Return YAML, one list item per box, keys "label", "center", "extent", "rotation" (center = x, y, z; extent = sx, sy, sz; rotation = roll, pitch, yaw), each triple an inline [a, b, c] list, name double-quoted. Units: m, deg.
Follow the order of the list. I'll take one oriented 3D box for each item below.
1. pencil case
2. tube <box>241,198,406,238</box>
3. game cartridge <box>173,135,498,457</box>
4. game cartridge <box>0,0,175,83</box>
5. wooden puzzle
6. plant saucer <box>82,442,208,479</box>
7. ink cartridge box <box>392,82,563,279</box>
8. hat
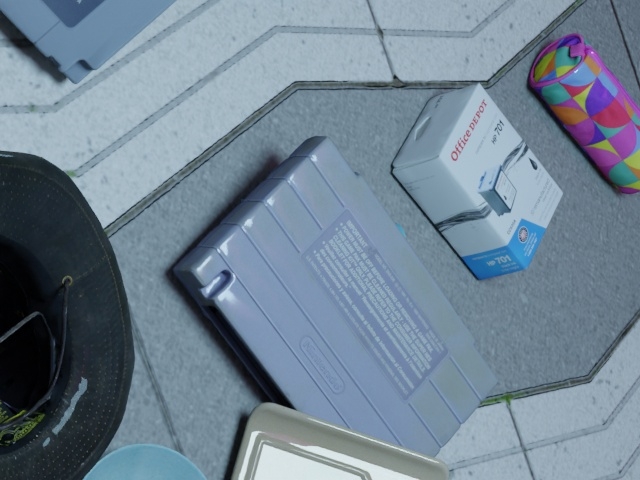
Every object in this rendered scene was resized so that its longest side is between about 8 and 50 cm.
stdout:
- label: "pencil case"
  center: [0.376, -0.165, 2.149]
  extent: [0.236, 0.104, 0.104]
  rotation: [42, 53, -28]
- label: "tube"
  center: [0.000, 0.000, 1.776]
  extent: [0.207, 0.052, 0.080]
  rotation: [3, 71, -38]
- label: "game cartridge"
  center: [0.026, 0.091, 1.730]
  extent: [0.230, 0.068, 0.355]
  rotation: [-47, 113, -30]
- label: "game cartridge"
  center: [-0.256, -0.312, 1.511]
  extent: [0.198, 0.062, 0.297]
  rotation: [-41, 116, 3]
- label: "wooden puzzle"
  center: [0.003, 0.307, 1.641]
  extent: [0.221, 0.044, 0.239]
  rotation: [20, 69, -8]
- label: "plant saucer"
  center: [-0.172, 0.290, 1.534]
  extent: [0.195, 0.037, 0.195]
  rotation: [14, 69, -42]
- label: "ink cartridge box"
  center: [0.190, -0.070, 1.952]
  extent: [0.191, 0.082, 0.140]
  rotation: [50, 50, -25]
- label: "hat"
  center: [-0.311, 0.078, 1.385]
  extent: [0.331, 0.134, 0.331]
  rotation: [-12, 106, -46]
